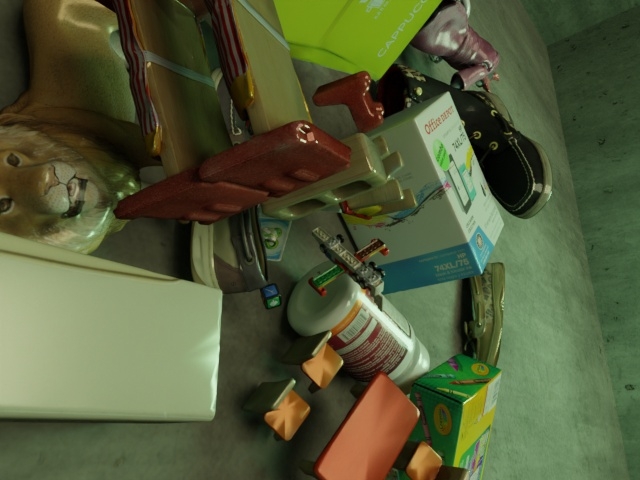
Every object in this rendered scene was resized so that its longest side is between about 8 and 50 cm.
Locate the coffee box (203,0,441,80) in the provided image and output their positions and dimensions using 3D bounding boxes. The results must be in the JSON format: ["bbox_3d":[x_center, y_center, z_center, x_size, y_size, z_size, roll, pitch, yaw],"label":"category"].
[{"bbox_3d":[-0.004,-0.448,0.597,0.338,0.338,0.334,-11,58,-54],"label":"coffee box"}]

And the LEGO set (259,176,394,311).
[{"bbox_3d":[0.000,0.000,0.662,0.060,0.182,0.244,87,11,-45],"label":"LEGO set"}]

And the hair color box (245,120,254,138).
[{"bbox_3d":[-0.050,-0.143,0.754,0.141,0.043,0.072,37,50,-39],"label":"hair color box"}]

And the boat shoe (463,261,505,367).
[{"bbox_3d":[0.375,0.179,1.149,0.105,0.089,0.285,70,31,-51],"label":"boat shoe"}]

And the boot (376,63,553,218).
[{"bbox_3d":[0.273,-0.211,0.993,0.284,0.138,0.377,12,46,-21],"label":"boot"}]

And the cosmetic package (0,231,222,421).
[{"bbox_3d":[-0.239,0.067,0.343,0.309,0.160,0.113,23,60,-47],"label":"cosmetic package"}]

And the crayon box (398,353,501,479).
[{"bbox_3d":[0.192,0.335,0.764,0.165,0.081,0.279,-6,106,-53],"label":"crayon box"}]

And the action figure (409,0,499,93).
[{"bbox_3d":[0.332,-0.491,1.201,0.370,0.275,0.248,23,52,-29],"label":"action figure"}]

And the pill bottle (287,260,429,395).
[{"bbox_3d":[0.062,0.136,0.727,0.221,0.121,0.121,46,45,-32],"label":"pill bottle"}]

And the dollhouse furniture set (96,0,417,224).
[{"bbox_3d":[-0.037,-0.122,0.497,0.374,0.152,0.201,7,65,-68],"label":"dollhouse furniture set"}]

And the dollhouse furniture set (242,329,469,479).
[{"bbox_3d":[0.028,0.270,0.563,0.262,0.135,0.259,46,57,-6],"label":"dollhouse furniture set"}]

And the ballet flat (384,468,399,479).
[{"bbox_3d":[0.056,0.402,0.657,0.077,0.091,0.241,26,50,-17],"label":"ballet flat"}]

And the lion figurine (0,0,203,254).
[{"bbox_3d":[-0.227,-0.149,0.486,0.240,0.142,0.392,10,55,-42],"label":"lion figurine"}]

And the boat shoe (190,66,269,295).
[{"bbox_3d":[-0.098,-0.074,0.601,0.103,0.092,0.285,75,14,-74],"label":"boat shoe"}]

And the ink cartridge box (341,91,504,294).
[{"bbox_3d":[0.164,-0.081,0.873,0.198,0.197,0.270,-44,111,-50],"label":"ink cartridge box"}]
